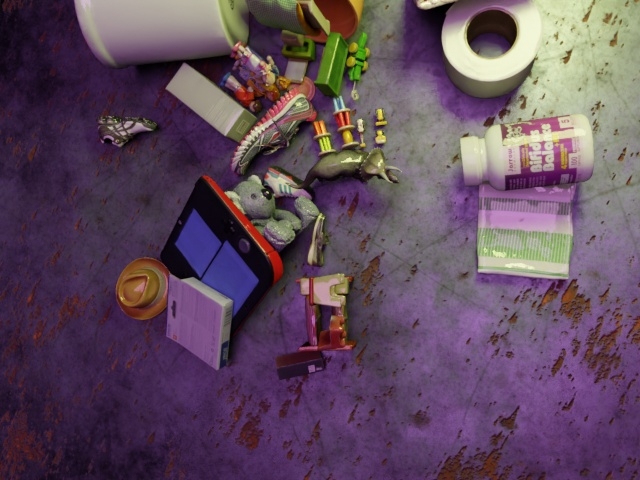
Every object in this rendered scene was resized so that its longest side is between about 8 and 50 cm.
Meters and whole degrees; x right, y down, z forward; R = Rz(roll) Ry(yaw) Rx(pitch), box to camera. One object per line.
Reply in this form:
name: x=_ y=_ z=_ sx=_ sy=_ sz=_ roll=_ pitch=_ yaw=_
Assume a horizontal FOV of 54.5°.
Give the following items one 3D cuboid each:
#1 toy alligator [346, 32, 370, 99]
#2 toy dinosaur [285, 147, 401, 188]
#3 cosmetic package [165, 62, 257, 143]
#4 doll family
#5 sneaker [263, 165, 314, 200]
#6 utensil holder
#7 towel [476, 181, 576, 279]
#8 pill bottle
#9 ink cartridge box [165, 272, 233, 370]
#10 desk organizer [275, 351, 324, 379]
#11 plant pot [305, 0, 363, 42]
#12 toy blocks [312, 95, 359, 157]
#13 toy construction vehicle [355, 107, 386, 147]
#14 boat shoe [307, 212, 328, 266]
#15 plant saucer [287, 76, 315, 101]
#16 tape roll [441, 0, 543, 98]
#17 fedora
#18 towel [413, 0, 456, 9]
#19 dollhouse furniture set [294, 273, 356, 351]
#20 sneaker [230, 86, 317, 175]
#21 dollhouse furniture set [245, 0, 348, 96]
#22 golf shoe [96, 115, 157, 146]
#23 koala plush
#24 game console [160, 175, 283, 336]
toy alligator: x=0.095 y=-0.486 z=1.744 sx=0.051 sy=0.056 sz=0.189 roll=11 pitch=92 yaw=55
toy dinosaur: x=0.056 y=-0.203 z=1.677 sx=0.314 sy=0.160 sz=0.121 roll=0 pitch=87 yaw=4
cosmetic package: x=-0.312 y=-0.394 z=1.791 sx=0.238 sy=0.127 sz=0.107 roll=37 pitch=96 yaw=13
doll family: x=-0.166 y=-0.460 z=1.729 sx=0.163 sy=0.263 sz=0.118 roll=40 pitch=68 yaw=-5
sneaker: x=-0.093 y=-0.146 z=1.776 sx=0.161 sy=0.057 sz=0.075 roll=33 pitch=112 yaw=10
utensil holder: x=-0.423 y=-0.659 z=1.731 sx=0.386 sy=0.327 sz=0.327 roll=-2 pitch=88 yaw=10
towel: x=0.540 y=-0.065 z=1.634 sx=0.248 sy=0.038 sz=0.324 roll=3 pitch=89 yaw=13
pill bottle: x=0.506 y=-0.213 z=1.549 sx=0.302 sy=0.169 sz=0.169 roll=-6 pitch=87 yaw=14
ink cartridge box: x=-0.346 y=0.223 z=1.763 sx=0.224 sy=0.045 sz=0.223 roll=26 pitch=120 yaw=29
desk organizer: x=-0.059 y=0.346 z=1.746 sx=0.130 sy=0.050 sz=0.047 roll=-11 pitch=119 yaw=-3
plant pot: x=-0.005 y=-0.704 z=1.669 sx=0.291 sy=0.291 sz=0.203 roll=17 pitch=76 yaw=13
toy blocks: x=0.032 y=-0.321 z=1.748 sx=0.123 sy=0.054 sz=0.148 roll=-16 pitch=83 yaw=13
toy construction vehicle: x=0.143 y=-0.312 z=1.737 sx=0.086 sy=0.035 sz=0.098 roll=-10 pitch=89 yaw=1
boat shoe: x=0.000 y=0.000 z=1.747 sx=0.049 sy=0.056 sz=0.152 roll=13 pitch=100 yaw=8
plant saucer: x=-0.056 y=-0.433 z=1.792 sx=0.084 sy=0.013 sz=0.083 roll=-1 pitch=87 yaw=13
tape roll: x=0.438 y=-0.507 z=1.604 sx=0.246 sy=0.169 sz=0.246 roll=-1 pitch=88 yaw=13
fedora: x=-0.536 y=0.143 z=1.846 sx=0.194 sy=0.079 sz=0.194 roll=-1 pitch=88 yaw=12
towel: x=0.381 y=-0.664 z=1.555 sx=0.317 sy=0.332 sz=0.053 roll=-12 pitch=117 yaw=11
dollhouse furniture set: x=-0.001 y=0.189 z=1.578 sx=0.152 sy=0.374 sz=0.201 roll=-2 pitch=86 yaw=8
sneaker: x=-0.141 y=-0.292 z=1.756 sx=0.112 sy=0.121 sz=0.299 roll=43 pitch=103 yaw=-10
dollhouse furniture set: x=-0.072 y=-0.512 z=1.636 sx=0.198 sy=0.301 sz=0.151 roll=13 pitch=86 yaw=21
golf shoe: x=-0.583 y=-0.329 z=1.883 sx=0.198 sy=0.077 sz=0.093 roll=5 pitch=100 yaw=19
koala plush: x=-0.163 y=-0.071 z=1.701 sx=0.221 sy=0.196 sz=0.203 roll=47 pitch=135 yaw=-2
game console: x=-0.285 y=0.060 z=1.704 sx=0.342 sy=0.060 sz=0.386 roll=47 pitch=133 yaw=9
